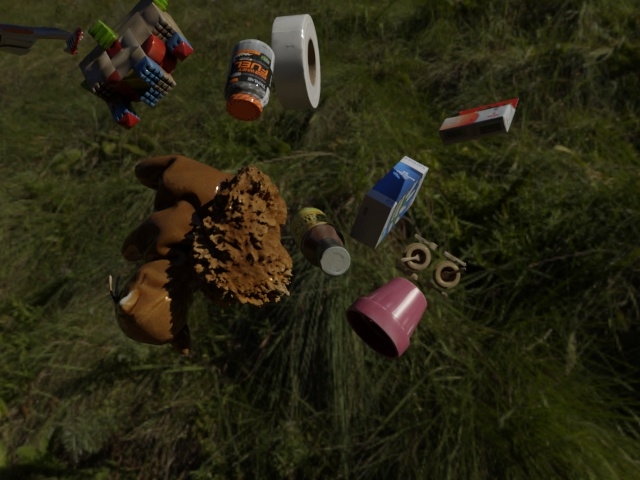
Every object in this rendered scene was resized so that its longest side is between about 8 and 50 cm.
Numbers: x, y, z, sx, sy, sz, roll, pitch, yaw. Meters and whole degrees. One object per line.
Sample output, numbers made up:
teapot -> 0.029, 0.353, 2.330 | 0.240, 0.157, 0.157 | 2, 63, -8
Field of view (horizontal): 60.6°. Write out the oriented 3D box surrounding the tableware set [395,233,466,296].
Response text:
tableware set -> 0.345, 0.078, 1.691 | 0.194, 0.128, 0.039 | 31, 1, 1

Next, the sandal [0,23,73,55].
sandal -> -0.792, -0.533, 1.471 | 0.102, 0.076, 0.265 | 29, 30, 36

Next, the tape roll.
tape roll -> -0.072, -0.557, 1.721 | 0.100, 0.286, 0.286 | 0, -2, 11

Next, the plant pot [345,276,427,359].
plant pot -> 0.203, 0.212, 1.585 | 0.180, 0.201, 0.201 | -42, 15, -22

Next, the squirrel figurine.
squirrel figurine -> -0.253, 0.033, 1.114 | 0.396, 0.371, 0.281 | -5, -43, 32

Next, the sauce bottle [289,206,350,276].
sauce bottle -> 0.000, 0.000, 1.336 | 0.111, 0.112, 0.344 | -2, 15, -13

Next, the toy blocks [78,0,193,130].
toy blocks -> -0.506, -0.491, 1.530 | 0.381, 0.261, 0.190 | -41, -30, 10

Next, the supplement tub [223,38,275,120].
supplement tub -> -0.186, -0.414, 1.425 | 0.116, 0.191, 0.117 | 4, -24, 2

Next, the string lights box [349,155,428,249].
string lights box -> 0.177, -0.102, 1.400 | 0.076, 0.133, 0.259 | 30, 40, 14

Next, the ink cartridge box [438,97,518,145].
ink cartridge box -> 0.358, -0.283, 1.230 | 0.145, 0.045, 0.179 | -7, 34, 33

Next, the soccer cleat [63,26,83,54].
soccer cleat -> -0.665, -0.539, 1.473 | 0.035, 0.083, 0.029 | 11, -11, -2
